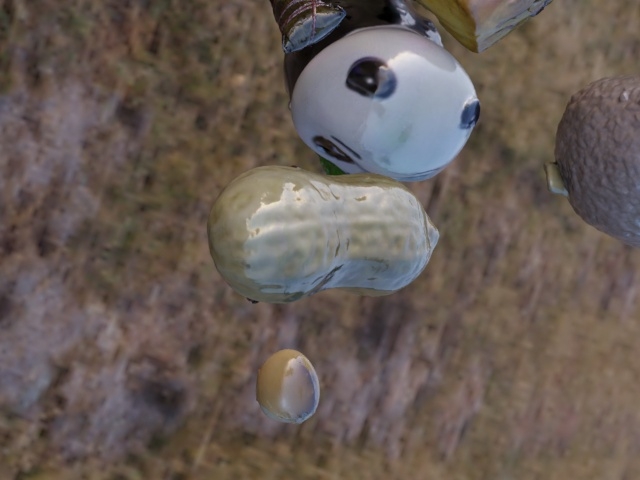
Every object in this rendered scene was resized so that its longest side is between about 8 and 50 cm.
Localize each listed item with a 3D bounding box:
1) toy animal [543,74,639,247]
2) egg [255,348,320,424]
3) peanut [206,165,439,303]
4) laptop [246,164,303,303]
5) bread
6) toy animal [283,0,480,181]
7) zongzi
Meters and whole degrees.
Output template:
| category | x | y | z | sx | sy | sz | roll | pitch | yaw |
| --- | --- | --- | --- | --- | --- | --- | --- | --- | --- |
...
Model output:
| category | x | y | z | sx | sy | sz | roll | pitch | yaw |
| --- | --- | --- | --- | --- | --- | --- | --- | --- | --- |
| toy animal | 0.405 | -0.105 | 2.066 | 0.188 | 0.226 | 0.358 | -49 | 165 | -20 |
| egg | -0.036 | 0.156 | 1.729 | 0.071 | 0.071 | 0.083 | -38 | 129 | -61 |
| peanut | 0.000 | 0.000 | 1.316 | 0.274 | 0.125 | 0.111 | 4 | 72 | -52 |
| laptop | -0.067 | -0.009 | 2.443 | 0.026 | 0.154 | 0.207 | -12 | 165 | -47 |
| bread | 0.171 | -0.345 | 1.744 | 0.210 | 0.235 | 0.099 | -38 | 164 | 8 |
| toy animal | 0.062 | -0.161 | 1.817 | 0.266 | 0.213 | 0.212 | -105 | -161 | -56 |
| zongzi | -0.014 | -0.203 | 1.493 | 0.067 | 0.083 | 0.073 | -39 | 144 | 2 |
